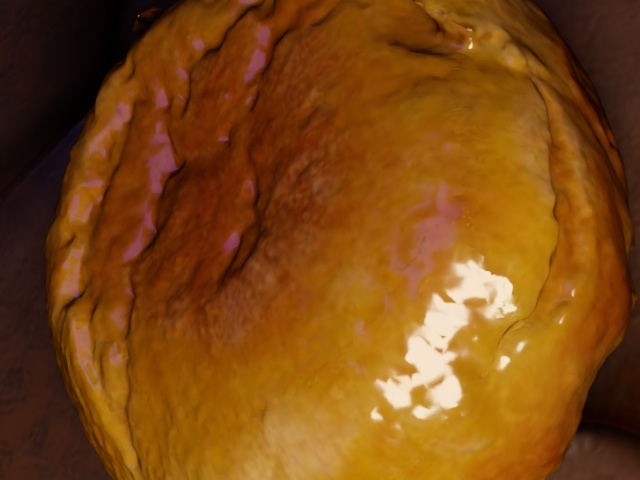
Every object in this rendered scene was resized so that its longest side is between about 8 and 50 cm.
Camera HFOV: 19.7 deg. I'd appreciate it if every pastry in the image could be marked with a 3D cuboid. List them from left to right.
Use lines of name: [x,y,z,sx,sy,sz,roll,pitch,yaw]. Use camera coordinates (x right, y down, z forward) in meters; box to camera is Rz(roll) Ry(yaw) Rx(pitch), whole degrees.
pastry: [0.000,0.000,0.938,0.356,0.164,0.356,-17,60,32]
